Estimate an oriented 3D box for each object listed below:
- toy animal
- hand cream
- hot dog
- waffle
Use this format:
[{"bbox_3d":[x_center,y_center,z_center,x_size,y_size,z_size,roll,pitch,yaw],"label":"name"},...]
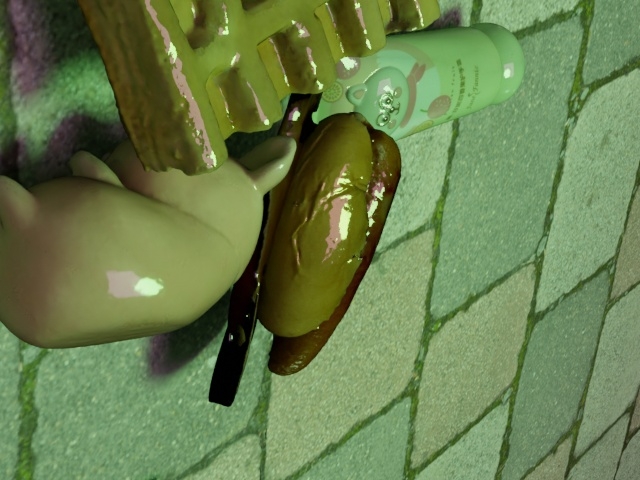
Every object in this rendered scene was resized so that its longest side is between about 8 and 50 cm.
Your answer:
[{"bbox_3d":[-0.141,-0.001,0.887,0.250,0.154,0.166,-28,176,-47],"label":"toy animal"},{"bbox_3d":[0.092,-0.165,1.215,0.306,0.093,0.147,-19,131,-38],"label":"hand cream"},{"bbox_3d":[-0.001,0.001,1.071,0.194,0.107,0.326,-63,170,-58],"label":"hot dog"},{"bbox_3d":[-0.055,-0.247,0.862,0.348,0.077,0.304,-41,125,-39],"label":"waffle"}]
